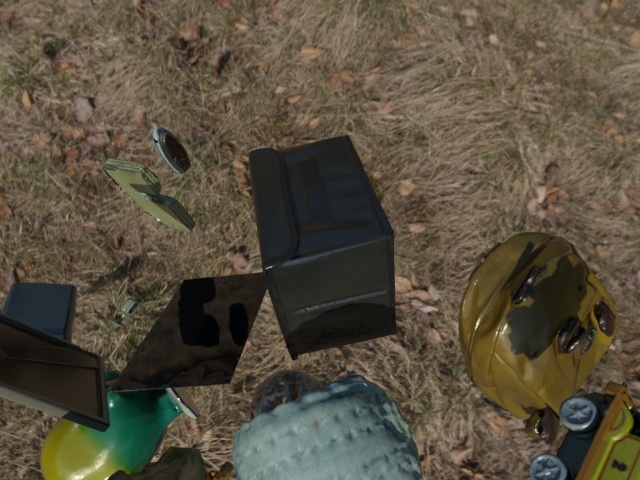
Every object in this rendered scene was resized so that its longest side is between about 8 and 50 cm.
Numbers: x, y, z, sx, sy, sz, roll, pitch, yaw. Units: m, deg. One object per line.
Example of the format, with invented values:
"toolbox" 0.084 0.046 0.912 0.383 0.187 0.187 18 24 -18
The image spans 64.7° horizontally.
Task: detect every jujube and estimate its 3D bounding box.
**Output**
"jujube" -0.075 0.512 1.379 0.247 0.215 0.308 -2 32 4

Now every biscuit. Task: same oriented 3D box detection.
"biscuit" -0.439 -0.115 1.313 0.046 0.147 0.250 -62 144 -26

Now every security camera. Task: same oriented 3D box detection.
"security camera" -0.597 0.221 1.555 0.058 0.058 0.092 34 81 -8

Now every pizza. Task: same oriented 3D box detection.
"pizza" -0.333 0.711 1.381 0.058 0.127 0.246 31 73 21

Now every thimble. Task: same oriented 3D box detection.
"thimble" 0.007 0.297 0.686 0.250 0.205 0.171 -24 65 11

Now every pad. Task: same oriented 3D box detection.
"pad" -0.252 0.177 1.073 0.248 0.007 0.367 -8 28 13

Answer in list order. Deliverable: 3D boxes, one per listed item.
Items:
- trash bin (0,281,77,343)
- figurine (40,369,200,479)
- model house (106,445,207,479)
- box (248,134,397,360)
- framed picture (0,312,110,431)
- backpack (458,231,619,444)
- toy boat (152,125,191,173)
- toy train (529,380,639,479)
"trash bin" -0.711 0.218 1.265 0.177 0.101 0.236 4 42 -19
"figurine" -0.471 0.437 1.155 0.340 0.231 0.324 -39 49 -16
"model house" -0.297 0.446 0.638 0.280 0.245 0.312 -6 97 2
"box" -0.001 0.000 0.945 0.205 0.251 0.345 -12 41 -3
"framed picture" -0.466 0.180 0.783 0.289 0.211 0.020 36 91 -31
"backpack" 0.414 0.172 0.964 0.378 0.201 0.353 42 78 -34
"toy boat" -0.378 -0.229 1.262 0.066 0.140 0.059 18 58 36
"toy train" 0.317 0.255 0.551 0.219 0.127 0.089 -51 120 -19
